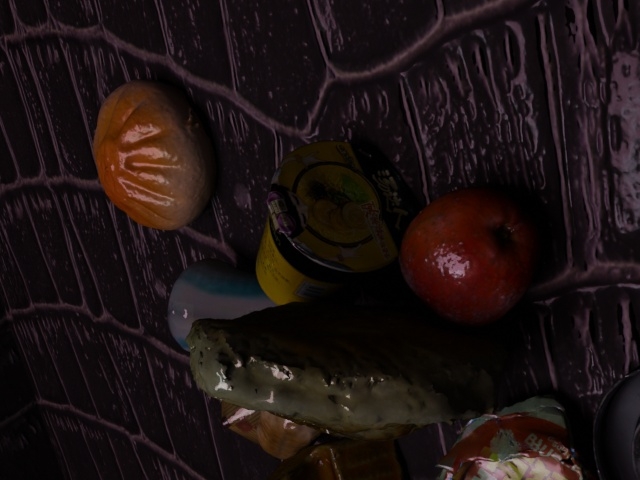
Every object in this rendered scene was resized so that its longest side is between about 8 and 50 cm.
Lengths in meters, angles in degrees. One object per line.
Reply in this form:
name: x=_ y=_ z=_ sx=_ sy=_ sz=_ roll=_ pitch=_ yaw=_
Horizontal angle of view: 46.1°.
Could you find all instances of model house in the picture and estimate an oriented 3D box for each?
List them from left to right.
model house: x=0.023 y=0.438 z=1.328 sx=0.173 sy=0.268 sz=0.239 roll=56 pitch=144 yaw=43

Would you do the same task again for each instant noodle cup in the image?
instant noodle cup: x=0.000 y=0.000 z=1.124 sx=0.215 sy=0.215 sz=0.236 roll=53 pitch=148 yaw=13

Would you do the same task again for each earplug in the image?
earplug: x=-0.100 y=0.142 z=1.339 sx=0.324 sy=0.185 sz=0.185 roll=8 pitch=116 yaw=40

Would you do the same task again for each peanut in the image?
peanut: x=-0.054 y=0.338 z=1.422 sx=0.129 sy=0.129 sz=0.224 roll=47 pitch=137 yaw=20

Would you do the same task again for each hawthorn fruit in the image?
hawthorn fruit: x=0.191 y=0.016 z=0.938 sx=0.173 sy=0.173 sz=0.173 roll=26 pitch=128 yaw=38

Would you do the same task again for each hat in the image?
hat: x=-0.181 y=0.376 z=1.623 sx=0.193 sy=0.082 sz=0.193 roll=26 pitch=128 yaw=39

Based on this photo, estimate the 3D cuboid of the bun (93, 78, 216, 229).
bun: x=-0.339 y=-0.155 z=1.436 sx=0.299 sy=0.164 sz=0.299 roll=25 pitch=128 yaw=36

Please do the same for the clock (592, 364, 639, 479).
clock: x=0.463 y=0.263 z=0.846 sx=0.312 sy=0.061 sz=0.313 roll=26 pitch=128 yaw=38

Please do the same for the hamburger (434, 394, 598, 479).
hamburger: x=0.268 y=0.359 z=1.042 sx=0.276 sy=0.150 sz=0.261 roll=-38 pitch=85 yaw=22

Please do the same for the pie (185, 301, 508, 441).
pie: x=0.038 y=0.173 z=0.970 sx=0.395 sy=0.418 sz=0.181 roll=4 pitch=85 yaw=9
